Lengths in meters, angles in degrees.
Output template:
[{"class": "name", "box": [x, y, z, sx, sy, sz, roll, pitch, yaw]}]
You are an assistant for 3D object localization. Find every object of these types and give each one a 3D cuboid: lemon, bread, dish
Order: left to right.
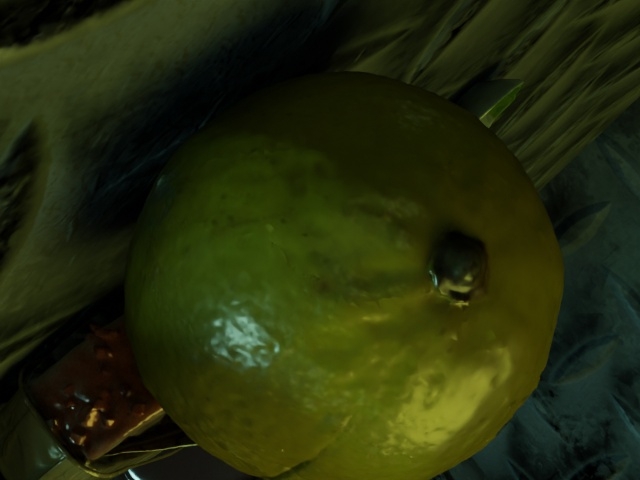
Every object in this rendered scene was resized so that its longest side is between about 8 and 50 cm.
[{"class": "bread", "box": [-0.171, 0.142, 1.180, 0.212, 0.142, 0.224, -37, 171, 16]}, {"class": "lemon", "box": [0.011, 0.029, 0.887, 0.297, 0.297, 0.297, -37, 171, -7]}, {"class": "dish", "box": [0.164, -0.138, 1.441, 0.091, 0.039, 0.137, -41, 173, -17]}]

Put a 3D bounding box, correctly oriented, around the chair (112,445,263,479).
[{"class": "chair", "box": [-0.115, 0.213, 1.500, 0.226, 0.226, 0.401, -38, 172, -5]}]
